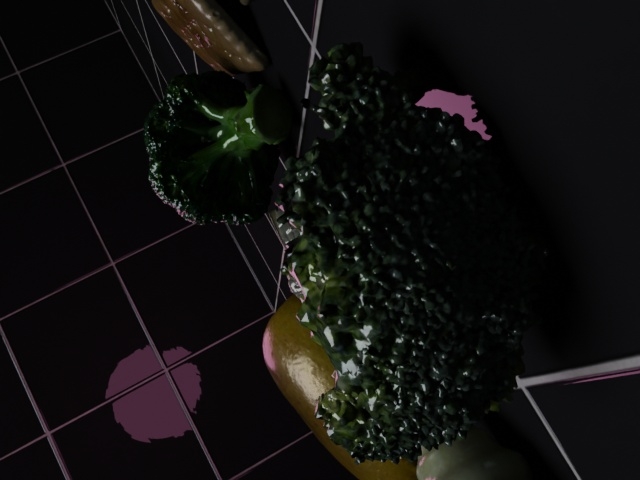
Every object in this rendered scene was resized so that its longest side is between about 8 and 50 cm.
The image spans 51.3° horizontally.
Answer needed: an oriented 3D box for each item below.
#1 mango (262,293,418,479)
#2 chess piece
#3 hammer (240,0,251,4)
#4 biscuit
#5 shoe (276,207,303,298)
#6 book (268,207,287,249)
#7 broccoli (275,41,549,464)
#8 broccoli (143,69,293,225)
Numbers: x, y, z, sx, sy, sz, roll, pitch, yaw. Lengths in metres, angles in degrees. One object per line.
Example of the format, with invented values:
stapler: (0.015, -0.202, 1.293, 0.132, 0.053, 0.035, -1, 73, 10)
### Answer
mango: (0.068, 0.290, 1.262, 0.445, 0.220, 0.301, 48, 158, 18)
chess piece: (0.163, 0.265, 0.932, 0.182, 0.182, 0.330, 80, 163, -55)
hammer: (-0.127, -0.414, 1.006, 0.035, 0.019, 0.110, -176, 65, -75)
biscuit: (-0.209, -0.377, 1.193, 0.217, 0.044, 0.325, 46, 174, -23)
shoe: (0.000, 0.000, 1.227, 0.099, 0.125, 0.228, -20, 71, 43)
book: (-0.048, 0.004, 1.368, 0.158, 0.026, 0.231, 63, -173, -2)
broccoli: (0.074, 0.055, 0.697, 0.397, 0.274, 0.353, 104, -179, -63)
broccoli: (-0.171, -0.165, 1.186, 0.297, 0.297, 0.298, -11, 108, 53)
